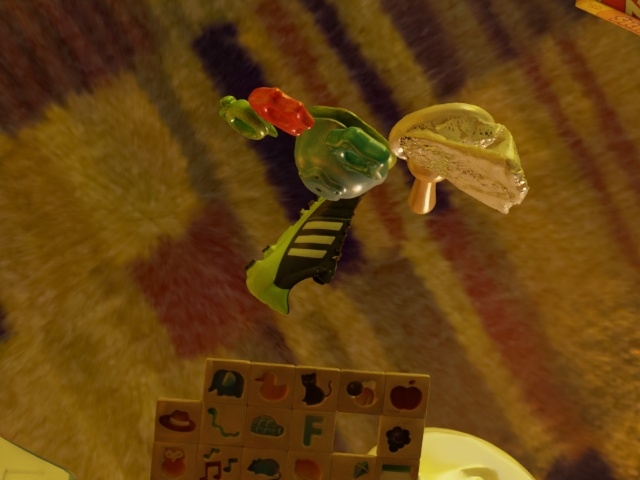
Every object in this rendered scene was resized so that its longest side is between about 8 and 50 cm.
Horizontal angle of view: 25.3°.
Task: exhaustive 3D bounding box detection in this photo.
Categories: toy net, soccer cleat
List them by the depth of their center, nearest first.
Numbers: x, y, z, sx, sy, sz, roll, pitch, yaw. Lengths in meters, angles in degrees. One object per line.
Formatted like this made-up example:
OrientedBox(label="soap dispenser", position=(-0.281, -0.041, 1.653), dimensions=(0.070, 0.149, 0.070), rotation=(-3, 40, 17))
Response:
OrientedBox(label="toy net", position=(0.037, -0.064, 0.841), dimensions=(0.122, 0.232, 0.045), rotation=(42, 70, -28))
OrientedBox(label="soccer cleat", position=(0.000, 0.000, 1.461), dimensions=(0.072, 0.060, 0.179), rotation=(45, 80, -3))

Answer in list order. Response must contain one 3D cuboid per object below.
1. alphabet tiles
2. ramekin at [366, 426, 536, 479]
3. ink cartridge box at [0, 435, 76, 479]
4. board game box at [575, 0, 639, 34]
OrientedBox(label="alphabet tiles", position=(-0.031, 0.203, 1.263), dimensions=(0.237, 0.009, 0.198), rotation=(5, 105, -4))
OrientedBox(label="ramekin", position=(0.130, 0.337, 1.550), dimensions=(0.277, 0.277, 0.135), rotation=(21, 132, -7))
OrientedBox(label="ink cartridge box", position=(-0.382, 0.383, 1.259), dimensions=(0.151, 0.270, 0.395), rotation=(33, 99, -14))
OrientedBox(label="board game box", position=(0.357, -0.219, 1.273), dimensions=(0.259, 0.039, 0.124), rotation=(21, 80, -20))
